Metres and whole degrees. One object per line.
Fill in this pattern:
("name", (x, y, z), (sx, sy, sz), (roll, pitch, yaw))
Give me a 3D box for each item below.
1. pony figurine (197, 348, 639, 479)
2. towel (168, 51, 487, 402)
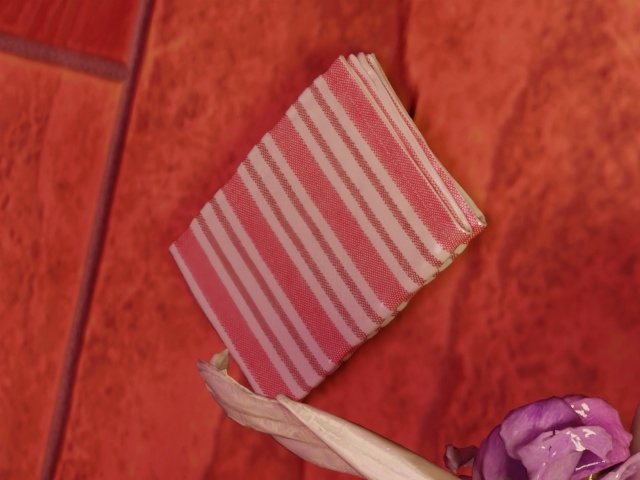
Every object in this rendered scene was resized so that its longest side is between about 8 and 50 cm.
("pony figurine", (0.139, 0.163, 0.760), (0.351, 0.363, 0.302), (28, 145, 30))
("towel", (0.000, 0.000, 1.088), (0.197, 0.029, 0.144), (-46, 62, 29))
